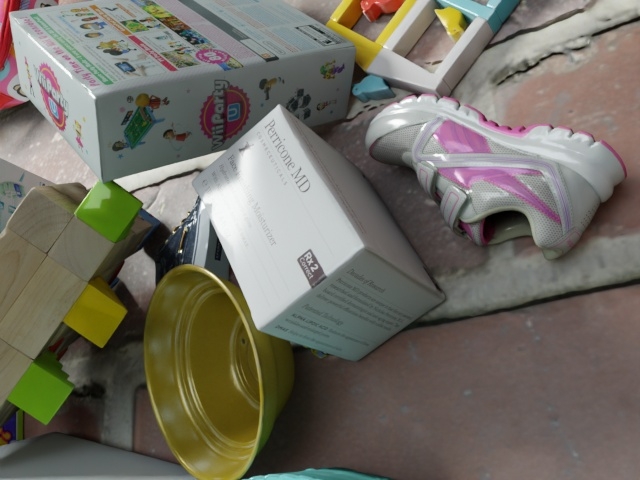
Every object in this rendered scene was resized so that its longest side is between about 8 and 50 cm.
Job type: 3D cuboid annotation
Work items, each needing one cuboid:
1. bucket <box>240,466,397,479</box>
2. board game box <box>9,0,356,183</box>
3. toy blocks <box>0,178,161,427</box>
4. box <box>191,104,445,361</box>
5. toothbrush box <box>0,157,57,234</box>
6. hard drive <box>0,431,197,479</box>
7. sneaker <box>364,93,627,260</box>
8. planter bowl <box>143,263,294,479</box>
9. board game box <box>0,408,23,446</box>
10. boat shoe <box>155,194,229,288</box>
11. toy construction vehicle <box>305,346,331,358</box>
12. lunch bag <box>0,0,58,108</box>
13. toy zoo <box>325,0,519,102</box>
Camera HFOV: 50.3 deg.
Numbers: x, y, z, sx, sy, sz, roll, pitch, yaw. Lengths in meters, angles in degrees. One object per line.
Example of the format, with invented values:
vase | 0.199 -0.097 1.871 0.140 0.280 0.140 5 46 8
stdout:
bucket | -0.002 0.305 0.511 0.281 0.183 0.281 -7 67 18
board game box | -0.148 -0.193 0.757 0.224 0.303 0.097 41 138 36
toy blocks | -0.327 0.076 0.797 0.190 0.261 0.381 36 94 -6
box | 0.000 0.000 0.653 0.119 0.182 0.181 -39 57 14
toothbrush box | -0.545 -0.041 0.934 0.216 0.295 0.126 -21 61 24
hard drive | -0.252 0.262 0.697 0.307 0.203 0.040 2 91 32
sneaker | 0.140 -0.058 0.638 0.252 0.103 0.111 20 82 36
planter bowl | -0.090 0.128 0.698 0.217 0.090 0.217 6 98 47
board game box | -0.491 0.211 0.844 0.078 0.233 0.347 -24 61 22
boat shoe | -0.150 -0.011 0.820 0.083 0.065 0.183 0 73 30
toy construction vehicle | -0.029 0.073 0.702 0.035 0.098 0.086 -39 35 14
lunch bag | -0.568 -0.307 1.129 0.293 0.120 0.258 -7 73 30
toy zoo | 0.128 -0.283 0.773 0.192 0.030 0.293 41 96 36
